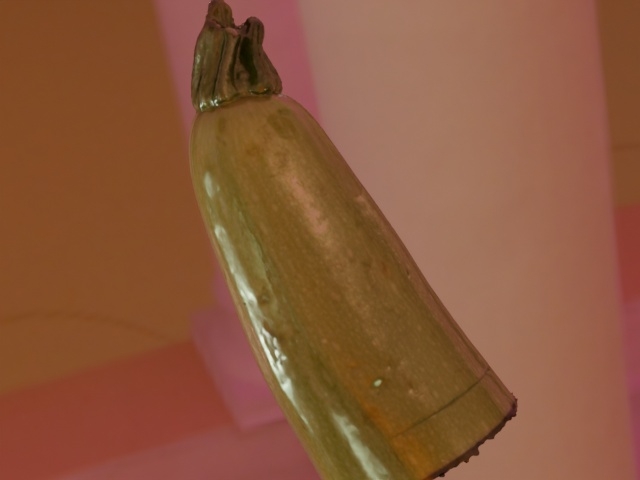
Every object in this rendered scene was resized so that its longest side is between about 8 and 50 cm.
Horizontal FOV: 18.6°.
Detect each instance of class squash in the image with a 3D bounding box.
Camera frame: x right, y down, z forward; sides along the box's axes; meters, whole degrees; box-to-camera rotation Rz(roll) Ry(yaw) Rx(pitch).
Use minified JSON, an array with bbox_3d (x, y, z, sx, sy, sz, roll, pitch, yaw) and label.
[{"bbox_3d":[0.000,0.000,0.836,0.094,0.224,0.094,-26,-175,2],"label":"squash"}]
